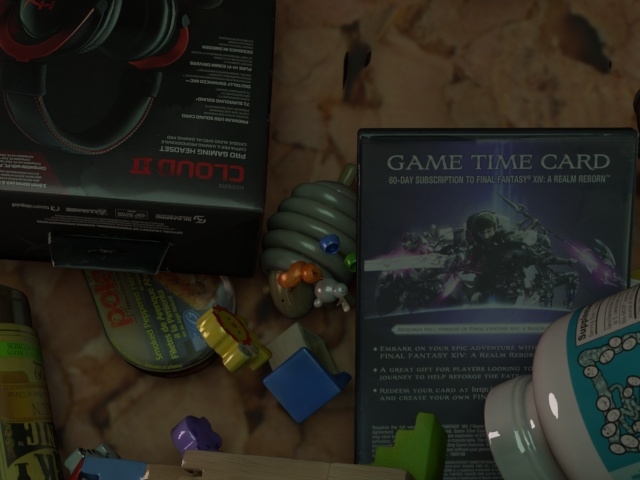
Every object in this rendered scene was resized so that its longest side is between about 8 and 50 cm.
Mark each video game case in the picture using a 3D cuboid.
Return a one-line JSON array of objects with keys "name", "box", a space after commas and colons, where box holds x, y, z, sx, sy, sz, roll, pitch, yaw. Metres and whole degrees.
[{"name": "video game case", "box": [0.123, 0.056, 0.968, 0.196, 0.026, 0.274, 0, 102, -2]}]

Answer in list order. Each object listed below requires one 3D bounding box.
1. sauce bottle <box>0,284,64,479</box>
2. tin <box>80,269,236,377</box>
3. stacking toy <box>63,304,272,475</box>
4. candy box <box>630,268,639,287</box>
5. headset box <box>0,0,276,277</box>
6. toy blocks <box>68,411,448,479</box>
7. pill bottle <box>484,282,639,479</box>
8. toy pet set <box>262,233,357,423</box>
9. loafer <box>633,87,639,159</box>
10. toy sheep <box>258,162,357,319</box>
[{"name": "sauce bottle", "box": [-0.233, 0.205, 0.961, 0.111, 0.111, 0.344, -13, 74, -3]}, {"name": "tin", "box": [-0.133, 0.018, 1.057, 0.106, 0.040, 0.189, -20, 72, -9]}, {"name": "stacking toy", "box": [-0.061, 0.181, 0.958, 0.167, 0.052, 0.221, -44, 75, 15]}, {"name": "candy box", "box": [0.329, 0.112, 0.986, 0.159, 0.071, 0.233, -20, 70, -11]}, {"name": "headset box", "box": [-0.146, -0.103, 1.020, 0.218, 0.110, 0.293, 5, 61, -4]}, {"name": "toy blocks", "box": [-0.081, 0.280, 0.823, 0.261, 0.191, 0.381, 2, 66, 19]}, {"name": "pill bottle", "box": [0.240, 0.092, 0.869, 0.264, 0.146, 0.146, -27, 69, 30]}, {"name": "toy pet set", "box": [0.011, 0.075, 0.992, 0.114, 0.122, 0.065, -40, 45, 15]}, {"name": "loafer", "box": [0.365, 0.008, 0.919, 0.366, 0.134, 0.130, 34, 66, 8]}, {"name": "toy sheep", "box": [0.000, 0.000, 1.035, 0.091, 0.091, 0.132, 21, 70, 8]}]
